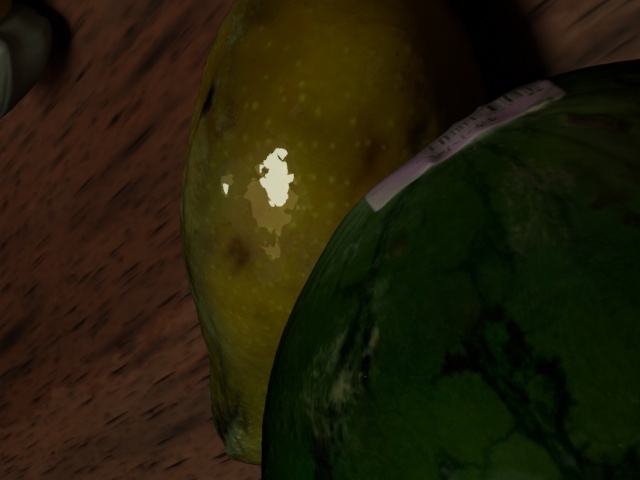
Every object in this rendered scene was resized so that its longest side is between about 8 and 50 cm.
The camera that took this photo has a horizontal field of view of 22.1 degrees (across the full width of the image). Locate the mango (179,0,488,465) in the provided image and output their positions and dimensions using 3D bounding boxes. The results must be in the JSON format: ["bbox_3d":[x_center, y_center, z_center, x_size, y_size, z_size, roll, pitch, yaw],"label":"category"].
[{"bbox_3d":[0.007,-0.004,0.896,0.175,0.176,0.329,53,159,36],"label":"mango"}]

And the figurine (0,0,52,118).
[{"bbox_3d":[-0.269,-0.186,1.129,0.176,0.133,0.236,24,135,40],"label":"figurine"}]

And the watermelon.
[{"bbox_3d":[0.150,0.107,0.659,0.363,0.363,0.363,34,144,29],"label":"watermelon"}]
